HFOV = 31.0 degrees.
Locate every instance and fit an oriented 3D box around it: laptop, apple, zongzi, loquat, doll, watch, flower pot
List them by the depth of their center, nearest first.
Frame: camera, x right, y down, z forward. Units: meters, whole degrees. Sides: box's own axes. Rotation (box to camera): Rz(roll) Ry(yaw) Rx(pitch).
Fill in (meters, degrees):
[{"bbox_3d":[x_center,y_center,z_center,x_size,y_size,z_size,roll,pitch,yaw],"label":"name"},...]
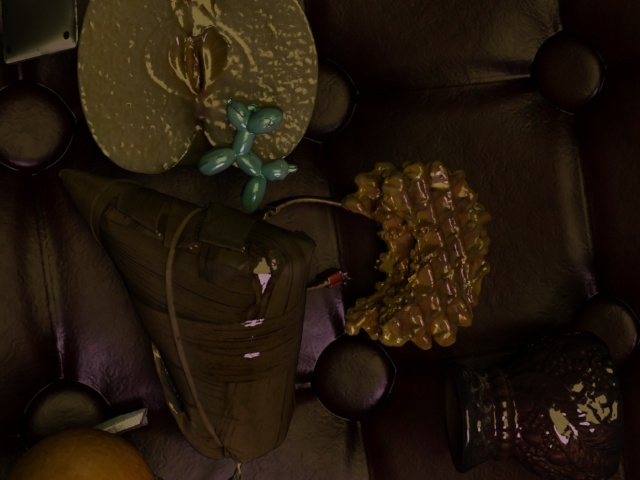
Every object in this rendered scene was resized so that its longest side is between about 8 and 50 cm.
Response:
[{"bbox_3d":[-0.355,0.426,1.787,0.274,0.275,0.275,1,88,-15],"label":"loquat"},{"bbox_3d":[-0.113,-0.144,1.807,0.158,0.059,0.159,-41,101,9],"label":"doll"},{"bbox_3d":[-0.190,-0.290,1.842,0.320,0.311,0.360,-13,107,-45],"label":"apple"},{"bbox_3d":[-0.455,-0.427,1.851,0.015,0.187,0.269,0,87,-52],"label":"laptop"},{"bbox_3d":[-0.245,0.152,1.930,0.218,0.466,0.500,-28,131,-51],"label":"zongzi"},{"bbox_3d":[-0.007,0.006,2.000,0.268,0.102,0.165,2,94,-24],"label":"watch"},{"bbox_3d":[0.358,0.297,2.002,0.267,0.266,0.267,-5,89,-5],"label":"flower pot"}]

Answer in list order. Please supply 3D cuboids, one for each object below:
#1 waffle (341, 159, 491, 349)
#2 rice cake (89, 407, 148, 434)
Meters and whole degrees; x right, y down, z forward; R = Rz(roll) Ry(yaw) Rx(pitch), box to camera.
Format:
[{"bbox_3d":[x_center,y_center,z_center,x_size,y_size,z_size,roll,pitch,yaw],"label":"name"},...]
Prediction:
[{"bbox_3d":[0.161,0.019,1.975,0.261,0.151,0.324,-8,104,-37],"label":"waffle"},{"bbox_3d":[-0.380,0.327,1.907,0.207,0.033,0.033,-21,84,-16],"label":"rice cake"}]
